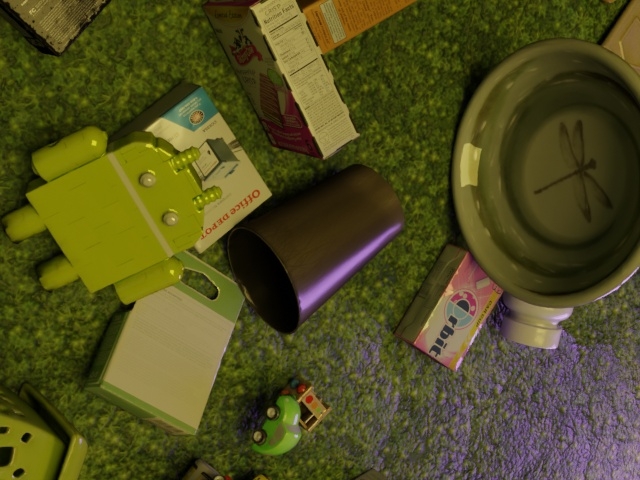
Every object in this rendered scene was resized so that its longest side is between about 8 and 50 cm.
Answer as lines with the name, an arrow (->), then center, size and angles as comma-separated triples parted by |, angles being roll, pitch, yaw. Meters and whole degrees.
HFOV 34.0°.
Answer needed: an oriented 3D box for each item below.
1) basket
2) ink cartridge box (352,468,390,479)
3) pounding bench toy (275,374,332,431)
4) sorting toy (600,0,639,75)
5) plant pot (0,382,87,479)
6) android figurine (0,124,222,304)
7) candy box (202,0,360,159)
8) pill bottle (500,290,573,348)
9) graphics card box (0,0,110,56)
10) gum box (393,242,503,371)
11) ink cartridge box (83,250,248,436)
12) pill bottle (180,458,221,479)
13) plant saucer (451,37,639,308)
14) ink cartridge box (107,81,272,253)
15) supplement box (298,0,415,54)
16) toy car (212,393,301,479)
basket -> 0.000, 0.000, 1.525 | 0.227, 0.154, 0.204 | -36, 149, -26
ink cartridge box -> 0.038, 0.501, 1.639 | 0.273, 0.198, 0.115 | -26, 113, -23
pounding bench toy -> -0.039, 0.262, 1.624 | 0.083, 0.052, 0.065 | -45, 119, -13
sorting toy -> 0.571, -0.369, 1.828 | 0.307, 0.041, 0.229 | 43, 80, -30
plant pot -> -0.433, 0.287, 1.312 | 0.207, 0.227, 0.228 | 20, 91, -38
android figurine -> -0.264, -0.035, 1.362 | 0.273, 0.056, 0.248 | -23, 118, 5
candy box -> -0.055, -0.233, 1.435 | 0.071, 0.159, 0.233 | -35, 115, -19
pill bottle -> 0.377, 0.064, 1.774 | 0.121, 0.121, 0.221 | 7, 98, -31
graphics card box -> -0.380, -0.427, 1.242 | 0.371, 0.094, 0.233 | 43, 79, -29
gum box -> 0.218, 0.106, 1.727 | 0.107, 0.062, 0.188 | 34, 84, -31
ink cartridge box -> -0.216, 0.139, 1.496 | 0.171, 0.056, 0.235 | 35, 59, -32
pill bottle -> -0.194, 0.390, 1.559 | 0.116, 0.065, 0.065 | -51, 120, -10
plant saucer -> 0.371, -0.099, 1.578 | 0.100, 0.400, 0.400 | -2, 103, -39
ink cartridge box -> -0.178, -0.100, 1.443 | 0.139, 0.082, 0.191 | -41, 116, -15
supplement box -> 0.039, -0.338, 1.512 | 0.233, 0.078, 0.080 | -34, 116, -18
toy car -> -0.086, 0.335, 1.549 | 0.225, 0.053, 0.239 | -61, 151, 2
